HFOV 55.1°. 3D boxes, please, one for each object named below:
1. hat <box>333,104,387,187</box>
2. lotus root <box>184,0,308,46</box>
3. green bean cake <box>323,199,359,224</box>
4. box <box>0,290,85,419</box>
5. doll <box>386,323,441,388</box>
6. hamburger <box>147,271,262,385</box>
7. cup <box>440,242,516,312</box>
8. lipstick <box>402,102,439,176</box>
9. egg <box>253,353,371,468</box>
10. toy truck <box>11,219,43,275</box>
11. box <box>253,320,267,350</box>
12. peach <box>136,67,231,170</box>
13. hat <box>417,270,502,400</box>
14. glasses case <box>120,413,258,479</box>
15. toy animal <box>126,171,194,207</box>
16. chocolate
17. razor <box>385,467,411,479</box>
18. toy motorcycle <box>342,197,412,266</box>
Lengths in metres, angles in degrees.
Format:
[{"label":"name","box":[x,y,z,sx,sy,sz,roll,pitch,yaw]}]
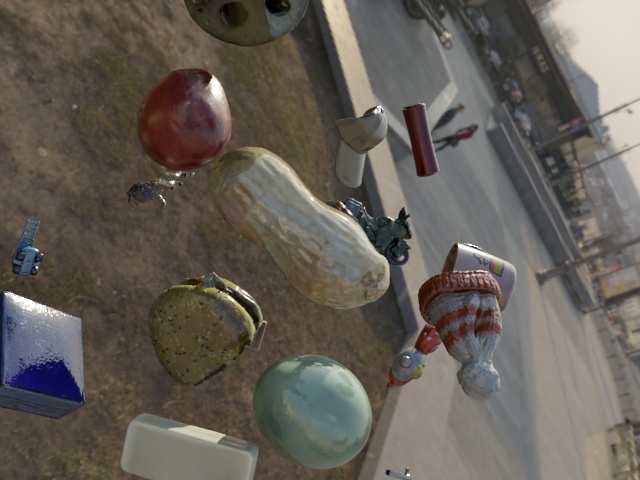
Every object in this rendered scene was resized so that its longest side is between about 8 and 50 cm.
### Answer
[{"label":"hat","box":[0.094,-0.191,1.257,0.147,0.085,0.175,-40,137,-53]},{"label":"lotus root","box":[-0.163,-0.560,1.464,0.210,0.314,0.141,-37,130,-27]},{"label":"green bean cake","box":[0.000,0.000,1.720,0.198,0.233,0.097,49,-22,39]},{"label":"box","box":[-0.774,0.310,1.655,0.261,0.116,0.278,37,27,-51]},{"label":"doll","box":[0.252,0.282,1.558,0.076,0.245,0.142,36,-12,24]},{"label":"hamburger","box":[-0.346,0.241,1.771,0.276,0.318,0.195,51,21,-3]},{"label":"cup","box":[0.502,0.109,1.970,0.201,0.191,0.252,18,38,1]},{"label":"lipstick","box":[0.334,-0.333,2.040,0.080,0.080,0.241,-45,123,-63]},{"label":"egg","box":[-0.017,0.439,1.584,0.389,0.276,0.276,44,32,-46]},{"label":"toy truck","box":[-0.732,0.022,1.539,0.063,0.136,0.074,13,20,-45]},{"label":"box","box":[-0.230,0.361,2.336,0.048,0.025,0.115,72,34,-84]},{"label":"peach","box":[-0.293,-0.267,1.352,0.200,0.243,0.243,26,42,-25]},{"label":"hat","box":[0.192,0.123,0.788,0.093,0.112,0.162,94,-10,-45]},{"label":"glasses case","box":[-0.309,0.512,1.449,0.070,0.313,0.131,0,102,-81]},{"label":"toy animal","box":[-0.427,-0.148,1.695,0.086,0.069,0.220,48,45,11]},{"label":"chocolate","box":[-0.035,-0.014,0.886,0.309,0.134,0.134,40,27,2]},{"label":"razor","box":[0.246,0.728,1.900,0.190,0.033,0.066,43,55,-53]},{"label":"toy motorcycle","box":[0.173,-0.047,1.916,0.275,0.125,0.187,27,72,0]}]
